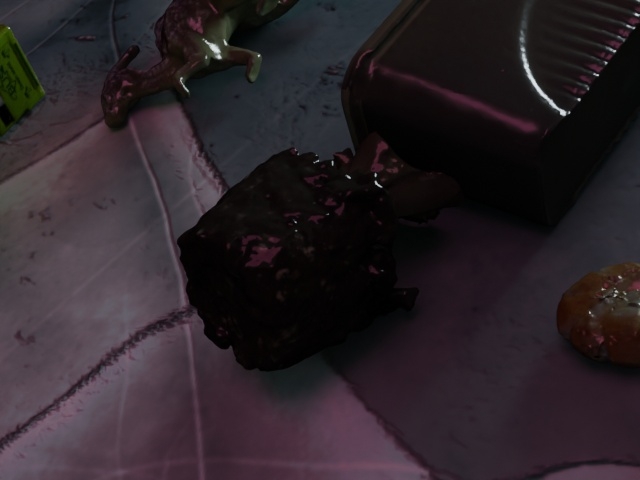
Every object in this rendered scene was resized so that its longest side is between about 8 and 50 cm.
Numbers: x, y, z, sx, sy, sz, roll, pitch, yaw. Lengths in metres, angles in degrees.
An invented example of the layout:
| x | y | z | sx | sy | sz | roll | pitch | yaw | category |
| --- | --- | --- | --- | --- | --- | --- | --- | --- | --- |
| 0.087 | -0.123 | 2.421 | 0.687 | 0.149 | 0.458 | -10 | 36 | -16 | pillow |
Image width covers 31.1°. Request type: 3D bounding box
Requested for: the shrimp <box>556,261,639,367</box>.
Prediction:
| x | y | z | sx | sy | sz | roll | pitch | yaw | category |
| --- | --- | --- | --- | --- | --- | --- | --- | --- | --- |
| 0.246 | 0.049 | 0.755 | 0.184 | 0.043 | 0.091 | 6 | 48 | 29 | shrimp |

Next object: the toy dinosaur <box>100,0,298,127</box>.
| x | y | z | sx | sy | sz | roll | pitch | yaw | category |
| --- | --- | --- | --- | --- | --- | --- | --- | --- | --- |
| -0.101 | -0.220 | 1.126 | 0.162 | 0.077 | 0.294 | 27 | 64 | 39 | toy dinosaur |

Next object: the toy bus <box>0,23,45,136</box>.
| x | y | z | sx | sy | sz | roll | pitch | yaw | category |
| --- | --- | --- | --- | --- | --- | --- | --- | --- | --- |
| -0.446 | -0.172 | 1.202 | 0.302 | 0.113 | 0.139 | 10 | 53 | 28 | toy bus |

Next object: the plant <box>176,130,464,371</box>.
| x | y | z | sx | sy | sz | roll | pitch | yaw | category |
| --- | --- | --- | --- | --- | --- | --- | --- | --- | --- |
| 0.000 | 0.000 | 0.840 | 0.203 | 0.131 | 0.142 | -34 | 39 | -24 | plant |

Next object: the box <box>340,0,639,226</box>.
| x | y | z | sx | sy | sz | roll | pitch | yaw | category |
| --- | --- | --- | --- | --- | --- | --- | --- | --- | --- |
| 0.166 | -0.146 | 0.918 | 0.178 | 0.138 | 0.274 | 26 | 65 | 32 | box |
